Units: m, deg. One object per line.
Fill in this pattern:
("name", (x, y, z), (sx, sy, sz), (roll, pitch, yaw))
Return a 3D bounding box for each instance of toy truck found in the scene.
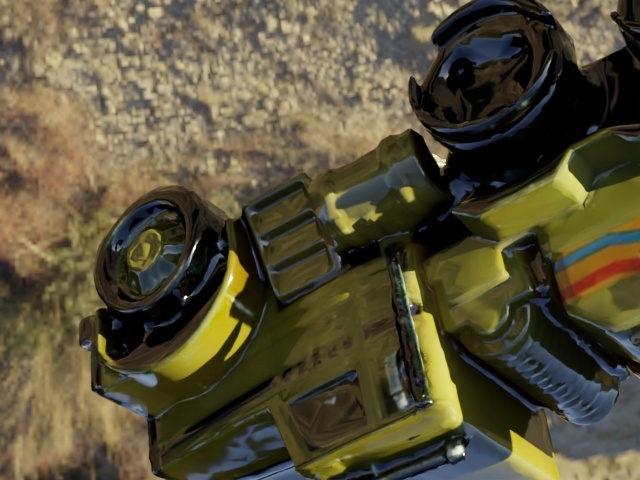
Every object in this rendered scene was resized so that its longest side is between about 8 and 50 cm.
("toy truck", (0.053, 0.020, 0.371), (0.257, 0.127, 0.127), (-23, 144, 27))

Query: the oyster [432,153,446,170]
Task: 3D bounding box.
("oyster", (0.093, -0.049, 1.078), (0.100, 0.037, 0.098), (6, 149, -12))
